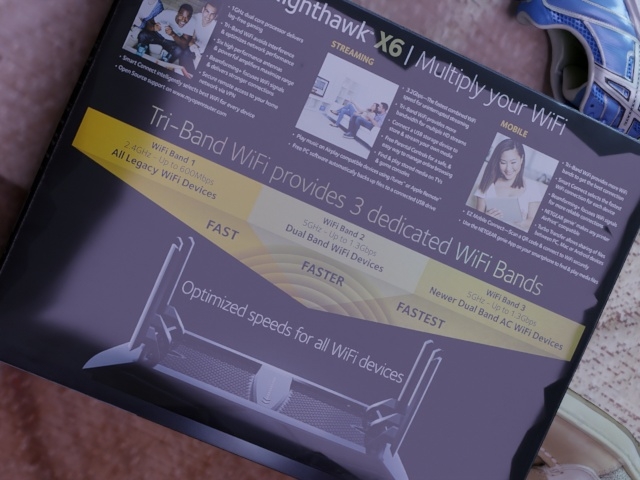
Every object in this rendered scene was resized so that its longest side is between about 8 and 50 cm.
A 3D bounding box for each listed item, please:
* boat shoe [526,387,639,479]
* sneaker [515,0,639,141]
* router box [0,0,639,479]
[{"bbox_3d":[0.152,0.154,0.899,0.302,0.109,0.098,36,85,-37],"label":"boat shoe"},{"bbox_3d":[0.197,-0.094,0.872,0.081,0.080,0.211,-34,108,-8],"label":"sneaker"},{"bbox_3d":[0.000,0.000,0.731,0.309,0.081,0.242,24,92,-12],"label":"router box"}]
